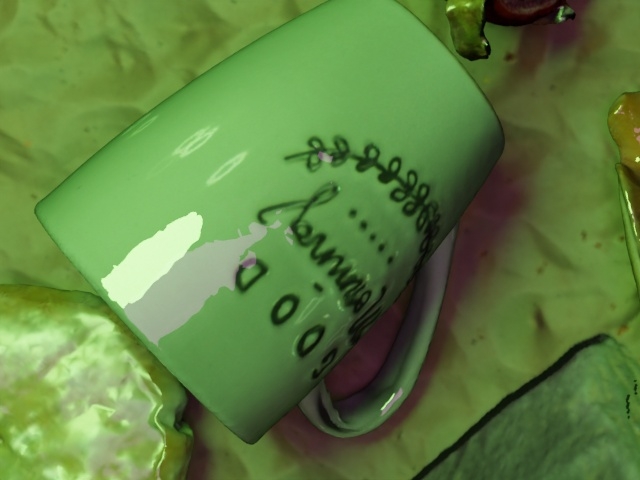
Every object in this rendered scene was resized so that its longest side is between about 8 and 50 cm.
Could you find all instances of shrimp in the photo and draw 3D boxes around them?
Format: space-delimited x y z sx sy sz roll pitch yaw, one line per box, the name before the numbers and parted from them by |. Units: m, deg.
shrimp | -0.257 0.221 0.870 0.221 0.110 0.445 36 90 3

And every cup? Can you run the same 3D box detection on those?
cup | 0.000 0.000 0.833 0.234 0.186 0.258 -41 123 -5

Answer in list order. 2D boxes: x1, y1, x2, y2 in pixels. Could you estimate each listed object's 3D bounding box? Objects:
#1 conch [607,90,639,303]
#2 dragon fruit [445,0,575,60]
conch | 0.280 0.014 0.863 0.158 0.127 0.255 -27 70 30
dragon fruit | 0.083 -0.240 0.805 0.148 0.218 0.223 19 120 28
